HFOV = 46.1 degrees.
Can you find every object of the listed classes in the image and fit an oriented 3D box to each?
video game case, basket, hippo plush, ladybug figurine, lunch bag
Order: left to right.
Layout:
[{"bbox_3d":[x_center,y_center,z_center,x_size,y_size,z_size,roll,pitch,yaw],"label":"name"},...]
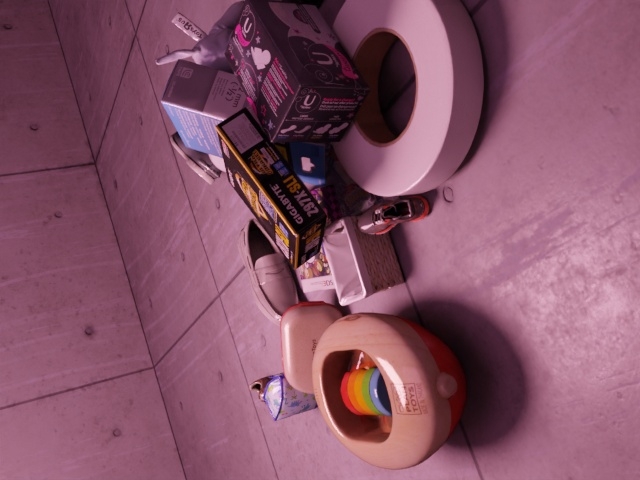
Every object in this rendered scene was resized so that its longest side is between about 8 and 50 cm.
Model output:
[{"bbox_3d":[-0.145,-0.432,1.626,0.236,0.294,0.234,-1,66,54],"label":"hippo plush"},{"bbox_3d":[-0.064,0.369,1.895,0.096,0.129,0.151,58,146,31],"label":"lunch bag"},{"bbox_3d":[0.000,0.000,1.734,0.210,0.042,0.232,-13,89,60],"label":"video game case"},{"bbox_3d":[0.080,-0.143,1.559,0.201,0.023,0.183,-26,78,61],"label":"video game case"},{"bbox_3d":[0.085,0.036,1.534,0.113,0.103,0.167,-31,73,60],"label":"basket"},{"bbox_3d":[0.138,0.283,1.469,0.449,0.162,0.305,-15,87,62],"label":"ladybug figurine"}]

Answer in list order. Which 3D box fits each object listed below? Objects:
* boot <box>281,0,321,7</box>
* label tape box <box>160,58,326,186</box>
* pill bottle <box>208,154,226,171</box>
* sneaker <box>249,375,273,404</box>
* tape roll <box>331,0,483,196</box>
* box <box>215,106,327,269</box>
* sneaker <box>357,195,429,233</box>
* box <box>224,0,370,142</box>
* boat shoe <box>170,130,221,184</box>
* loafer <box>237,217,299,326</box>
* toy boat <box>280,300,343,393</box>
[{"bbox_3d":[-0.089,-0.523,1.504,0.263,0.229,0.091,-17,85,61],"label":"boot"},{"bbox_3d":[-0.141,-0.246,1.622,0.249,0.347,0.115,83,-157,-75],"label":"label tape box"},{"bbox_3d":[-0.218,-0.281,1.878,0.318,0.176,0.176,58,145,31],"label":"pill bottle"},{"bbox_3d":[-0.133,0.441,2.101,0.188,0.071,0.066,23,120,57],"label":"sneaker"},{"bbox_3d":[0.131,-0.273,1.343,0.392,0.072,0.392,19,113,56],"label":"tape roll"},{"bbox_3d":[-0.096,-0.090,1.500,0.257,0.079,0.322,52,170,8],"label":"box"},{"bbox_3d":[0.125,-0.052,1.422,0.158,0.065,0.061,-20,79,38],"label":"sneaker"},{"bbox_3d":[-0.046,-0.317,1.399,0.247,0.163,0.142,63,140,28],"label":"box"},{"bbox_3d":[-0.360,-0.270,2.252,0.099,0.116,0.319,-48,37,3],"label":"boat shoe"},{"bbox_3d":[-0.134,0.080,1.931,0.319,0.112,0.111,59,154,32],"label":"loafer"},{"bbox_3d":[-0.017,0.243,1.788,0.151,0.151,0.231,-92,0,-74],"label":"toy boat"}]
